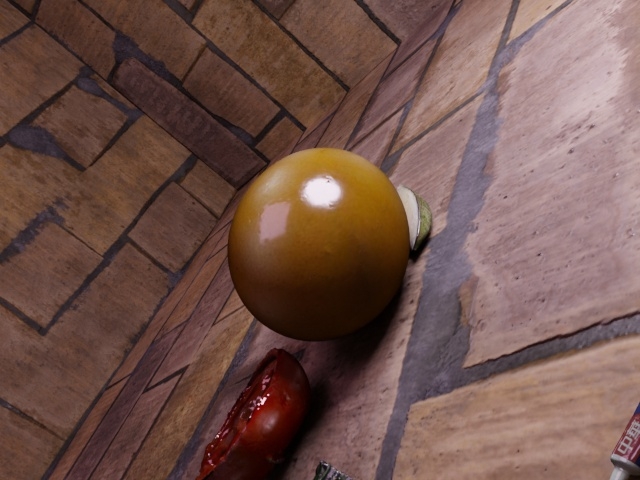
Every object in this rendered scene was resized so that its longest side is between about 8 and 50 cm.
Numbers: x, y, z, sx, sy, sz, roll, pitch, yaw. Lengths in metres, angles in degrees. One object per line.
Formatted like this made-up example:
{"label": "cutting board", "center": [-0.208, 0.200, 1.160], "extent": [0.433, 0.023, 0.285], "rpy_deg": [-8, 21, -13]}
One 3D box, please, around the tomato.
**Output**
{"label": "tomato", "center": [-0.087, 0.281, 0.884], "extent": [0.228, 0.101, 0.228], "rpy_deg": [-51, 8, 10]}

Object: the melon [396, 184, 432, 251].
{"label": "melon", "center": [0.156, -0.037, 1.025], "extent": [0.098, 0.054, 0.182], "rpy_deg": [-56, 15, 2]}

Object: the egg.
{"label": "egg", "center": [0.000, 0.000, 0.937], "extent": [0.282, 0.283, 0.351], "rpy_deg": [-41, 19, 28]}

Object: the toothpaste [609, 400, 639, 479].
{"label": "toothpaste", "center": [0.254, 0.127, 0.446], "extent": [0.140, 0.021, 0.037], "rpy_deg": [-51, 20, -15]}

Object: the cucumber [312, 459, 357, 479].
{"label": "cucumber", "center": [-0.049, 0.388, 0.550], "extent": [0.359, 0.096, 0.096], "rpy_deg": [-58, 18, -19]}
